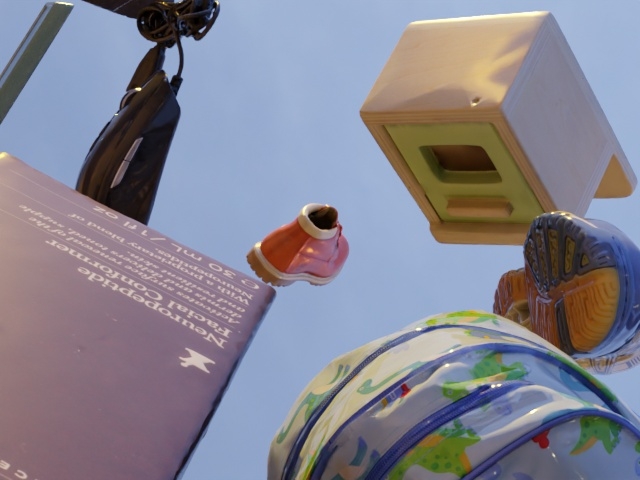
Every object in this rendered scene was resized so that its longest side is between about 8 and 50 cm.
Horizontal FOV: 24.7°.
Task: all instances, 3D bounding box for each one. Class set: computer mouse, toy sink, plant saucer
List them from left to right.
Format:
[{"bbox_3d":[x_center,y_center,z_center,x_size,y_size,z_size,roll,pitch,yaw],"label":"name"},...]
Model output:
[{"bbox_3d":[-0.267,-0.121,1.227,0.018,0.192,0.067,33,-2,-20],"label":"plant saucer"},{"bbox_3d":[-0.168,-0.096,1.251,0.060,0.262,0.184,18,3,-19],"label":"computer mouse"},{"bbox_3d":[0.167,-0.077,1.338,0.153,0.131,0.234,3,-38,39],"label":"toy sink"}]

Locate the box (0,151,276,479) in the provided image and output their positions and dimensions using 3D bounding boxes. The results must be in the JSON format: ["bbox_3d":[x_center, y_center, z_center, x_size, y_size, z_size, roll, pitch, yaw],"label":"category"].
[{"bbox_3d":[-0.158,0.087,0.694,0.191,0.143,0.381,27,18,-1],"label":"box"}]

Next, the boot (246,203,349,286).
[{"bbox_3d":[0.000,0.000,1.439,0.084,0.158,0.059,-45,-105,22],"label":"boot"}]

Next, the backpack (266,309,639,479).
[{"bbox_3d":[0.123,0.211,0.887,0.355,0.290,0.273,60,0,-2],"label":"backpack"}]

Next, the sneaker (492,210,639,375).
[{"bbox_3d":[0.218,0.043,1.114,0.296,0.131,0.112,110,-21,-80],"label":"sneaker"}]

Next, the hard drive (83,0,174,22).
[{"bbox_3d":[-0.301,-0.384,1.511,0.064,0.339,0.237,-23,-116,40],"label":"hard drive"}]
